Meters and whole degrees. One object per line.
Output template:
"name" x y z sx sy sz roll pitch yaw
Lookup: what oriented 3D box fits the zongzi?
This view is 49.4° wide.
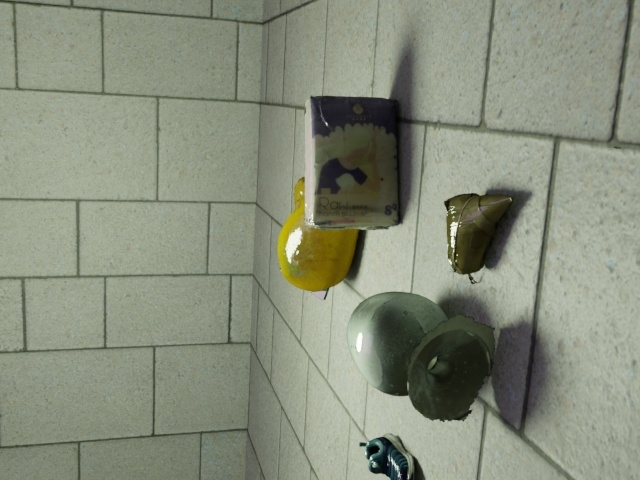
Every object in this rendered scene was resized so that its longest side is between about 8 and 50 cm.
"zongzi" 0.311 0.003 1.326 0.178 0.081 0.189 8 104 64

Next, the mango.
"mango" 0.000 0.000 2.141 0.253 0.182 0.365 41 130 12

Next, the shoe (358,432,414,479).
"shoe" 0.171 0.564 1.750 0.207 0.106 0.092 -143 53 -64

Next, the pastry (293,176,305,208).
"pastry" -0.013 -0.102 2.344 0.240 0.132 0.235 -135 48 -69

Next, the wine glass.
"wine glass" 0.193 0.225 1.462 0.323 0.238 0.238 -156 67 -63

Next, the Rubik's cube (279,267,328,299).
"Rubik's cube" -0.038 0.138 2.445 0.211 0.190 0.178 -119 15 -68

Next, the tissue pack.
"tissue pack" 0.081 -0.197 1.817 0.125 0.242 0.344 180 89 -73
